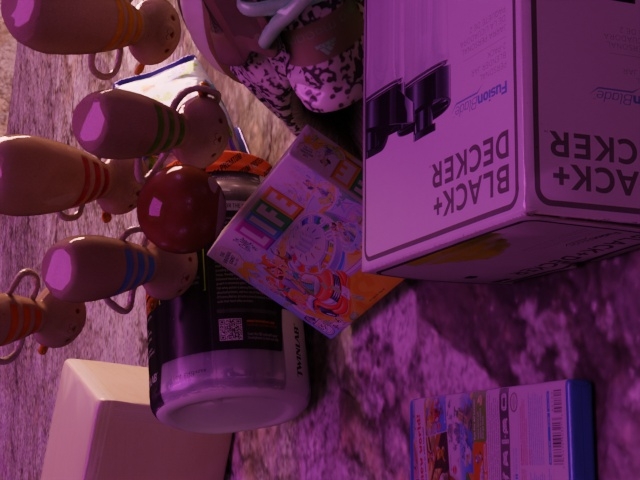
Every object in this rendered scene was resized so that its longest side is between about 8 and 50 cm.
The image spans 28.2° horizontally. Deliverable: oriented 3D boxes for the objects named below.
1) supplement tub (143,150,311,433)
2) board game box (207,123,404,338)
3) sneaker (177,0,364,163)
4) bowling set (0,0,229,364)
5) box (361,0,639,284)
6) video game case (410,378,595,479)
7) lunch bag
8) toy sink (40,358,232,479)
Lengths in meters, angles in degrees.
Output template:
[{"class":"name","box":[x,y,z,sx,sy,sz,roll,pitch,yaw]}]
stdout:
[{"class":"supplement tub","box":[-0.071,0.037,0.939,0.117,0.117,0.190,134,137,-57]},{"class":"board game box","box":[0.000,0.000,0.796,0.026,0.103,0.154,-59,7,-32]},{"class":"sneaker","box":[-0.015,-0.166,0.709,0.182,0.158,0.410,60,-179,23]},{"class":"bowling set","box":[-0.121,-0.023,0.842,0.200,0.154,0.287,25,103,30]},{"class":"box","box":[0.092,-0.132,0.617,0.169,0.087,0.289,159,114,-66]},{"class":"video game case","box":[0.090,0.137,0.661,0.166,0.015,0.119,156,116,-65]},{"class":"lunch bag","box":[-0.104,-0.058,1.076,0.129,0.096,0.151,-114,7,-50]},{"class":"toy sink","box":[-0.170,0.239,1.121,0.153,0.131,0.234,-161,82,-67]}]
